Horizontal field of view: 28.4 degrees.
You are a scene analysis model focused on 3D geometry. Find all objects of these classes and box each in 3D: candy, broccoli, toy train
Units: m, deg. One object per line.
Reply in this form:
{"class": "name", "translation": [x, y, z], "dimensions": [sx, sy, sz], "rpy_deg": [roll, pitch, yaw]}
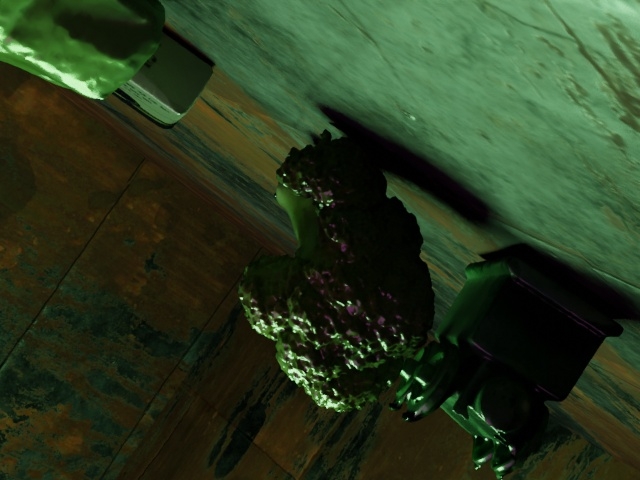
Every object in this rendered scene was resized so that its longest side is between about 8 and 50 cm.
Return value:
{"class": "candy", "translation": [-0.292, -0.255, 1.109], "dimensions": [0.132, 0.142, 0.343], "rpy_deg": [17, 165, 46]}
{"class": "broccoli", "translation": [-0.007, 0.009, 1.284], "dimensions": [0.302, 0.186, 0.254], "rpy_deg": [61, 162, 21]}
{"class": "toy train", "translation": [0.179, 0.129, 1.311], "dimensions": [0.145, 0.202, 0.266], "rpy_deg": [34, 175, -2]}

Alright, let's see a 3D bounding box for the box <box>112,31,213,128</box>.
{"class": "box", "translation": [-0.217, -0.205, 1.463], "dimensions": [0.168, 0.071, 0.259], "rpy_deg": [35, 174, -9]}
